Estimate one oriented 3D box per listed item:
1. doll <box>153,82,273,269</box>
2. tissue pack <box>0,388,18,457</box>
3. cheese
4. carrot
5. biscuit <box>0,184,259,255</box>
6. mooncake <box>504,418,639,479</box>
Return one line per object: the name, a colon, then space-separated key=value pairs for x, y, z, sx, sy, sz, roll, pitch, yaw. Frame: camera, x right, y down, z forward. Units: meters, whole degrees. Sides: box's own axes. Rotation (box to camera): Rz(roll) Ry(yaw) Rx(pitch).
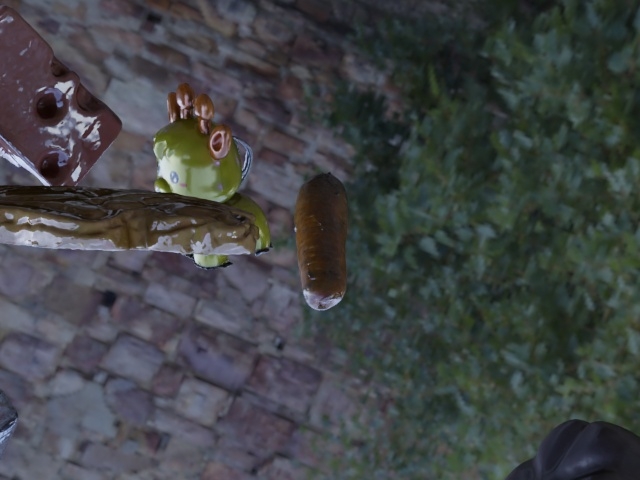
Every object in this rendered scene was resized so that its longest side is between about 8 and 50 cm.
doll: x=-0.130 y=-0.078 z=1.316 sx=0.135 sy=0.221 sz=0.143 roll=-23 pitch=-147 yaw=-24
tissue pack: x=-0.613 y=0.356 z=1.677 sx=0.124 sy=0.288 sz=0.394 roll=47 pitch=149 yaw=4
cheese: x=-0.359 y=-0.173 z=1.272 sx=0.203 sy=0.128 sz=0.177 roll=34 pitch=167 yaw=22
carrot: x=0.000 y=0.000 z=1.199 sx=0.060 sy=0.186 sz=0.060 roll=1 pitch=135 yaw=1
biscuit: x=-0.211 y=-0.023 z=1.016 sx=0.376 sy=0.051 sz=0.269 roll=6 pitch=-174 yaw=34
mooncake: x=0.291 y=0.315 z=1.254 sx=0.133 sy=0.245 sz=0.245 roll=38 pitch=173 yaw=-10
